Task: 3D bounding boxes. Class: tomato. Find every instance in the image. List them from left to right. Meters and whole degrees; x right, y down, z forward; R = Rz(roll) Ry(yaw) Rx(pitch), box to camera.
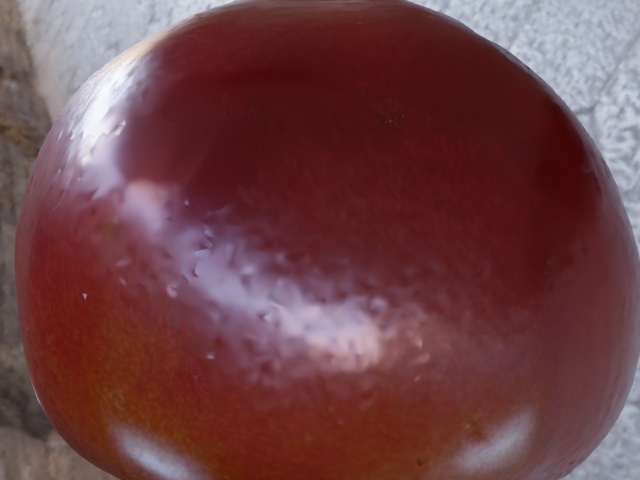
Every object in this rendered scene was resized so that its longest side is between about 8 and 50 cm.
[{"bbox_3d":[0.000,0.000,0.504,0.298,0.299,0.226,-124,39,-62],"label":"tomato"}]
